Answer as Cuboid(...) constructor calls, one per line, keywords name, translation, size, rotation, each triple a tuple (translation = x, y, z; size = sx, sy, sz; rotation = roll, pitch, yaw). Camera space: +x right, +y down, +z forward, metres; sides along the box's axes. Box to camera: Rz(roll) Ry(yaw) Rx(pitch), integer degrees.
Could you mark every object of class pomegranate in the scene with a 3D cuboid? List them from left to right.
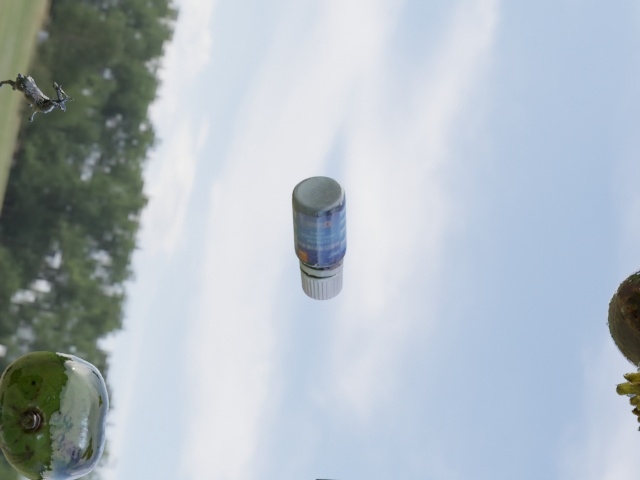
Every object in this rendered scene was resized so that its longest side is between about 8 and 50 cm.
Cuboid(name="pomegranate", translation=(-0.329, 0.205, 1.562), size=(0.191, 0.131, 0.152), rotation=(-3, -100, 52))

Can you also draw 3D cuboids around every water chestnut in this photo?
Cuboid(name="water chestnut", translation=(0.597, 0.125, 2.221), size=(0.238, 0.224, 0.223), rotation=(101, -9, -45))

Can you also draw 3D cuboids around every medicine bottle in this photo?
Cuboid(name="medicine bottle", translation=(0.000, 0.000, 2.042), size=(0.083, 0.083, 0.203), rotation=(-93, 180, -46))

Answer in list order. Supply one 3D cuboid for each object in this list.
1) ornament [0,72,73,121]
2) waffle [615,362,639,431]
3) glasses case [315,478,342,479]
Cuboid(name="ornament", translation=(-0.386, -0.200, 1.823), size=(0.125, 0.073, 0.028), rotation=(-2, -137, 52))
Cuboid(name="waffle", translation=(0.564, 0.233, 2.014), size=(0.197, 0.193, 0.070), rotation=(21, -44, 41))
Cuboid(name="glasses case", translation=(0.011, 0.376, 1.515), size=(0.047, 0.071, 0.205), rotation=(47, 49, -56))
